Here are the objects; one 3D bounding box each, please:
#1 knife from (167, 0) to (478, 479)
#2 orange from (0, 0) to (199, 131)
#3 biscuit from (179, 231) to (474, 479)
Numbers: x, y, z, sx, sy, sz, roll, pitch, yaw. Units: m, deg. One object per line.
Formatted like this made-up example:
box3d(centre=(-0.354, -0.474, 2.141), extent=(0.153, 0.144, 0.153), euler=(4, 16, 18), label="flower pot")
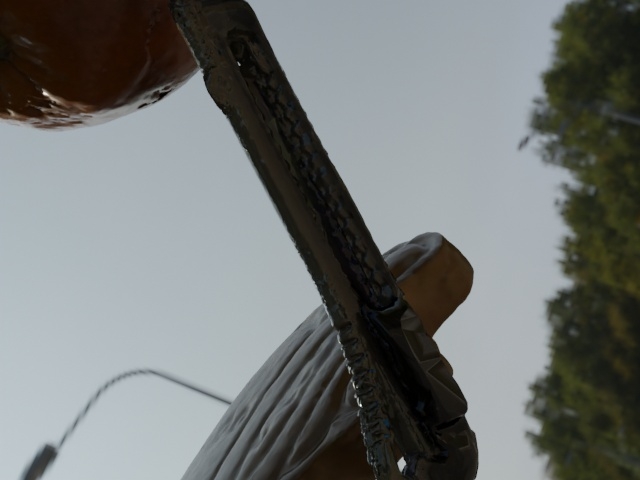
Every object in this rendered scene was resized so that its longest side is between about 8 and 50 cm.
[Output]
box3d(centre=(0.005, -0.003, 0.800), extent=(0.043, 0.365, 0.089), euler=(-34, -16, 32), label="knife")
box3d(centre=(-0.195, -0.208, 0.946), extent=(0.284, 0.284, 0.226), euler=(73, -157, -57), label="orange")
box3d(centre=(-0.015, 0.125, 0.987), extent=(0.351, 0.057, 0.312), euler=(-40, 14, 46), label="biscuit")
